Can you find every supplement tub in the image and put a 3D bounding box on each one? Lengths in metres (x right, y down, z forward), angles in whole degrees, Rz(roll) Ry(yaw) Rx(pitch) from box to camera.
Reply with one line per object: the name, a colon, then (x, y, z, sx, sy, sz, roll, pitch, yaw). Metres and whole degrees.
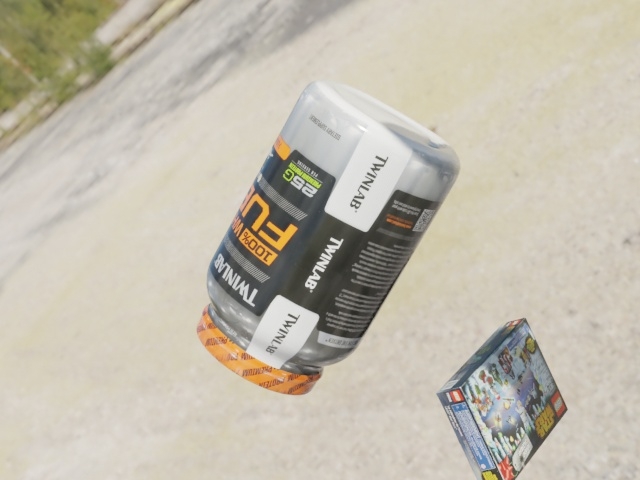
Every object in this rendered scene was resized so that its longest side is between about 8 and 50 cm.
supplement tub: (0.000, 0.000, 0.800, 0.190, 0.117, 0.117, -61, 12, 14)

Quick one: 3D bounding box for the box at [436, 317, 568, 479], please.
box: (0.155, 0.135, 1.011, 0.027, 0.094, 0.137, -19, 10, 38)
